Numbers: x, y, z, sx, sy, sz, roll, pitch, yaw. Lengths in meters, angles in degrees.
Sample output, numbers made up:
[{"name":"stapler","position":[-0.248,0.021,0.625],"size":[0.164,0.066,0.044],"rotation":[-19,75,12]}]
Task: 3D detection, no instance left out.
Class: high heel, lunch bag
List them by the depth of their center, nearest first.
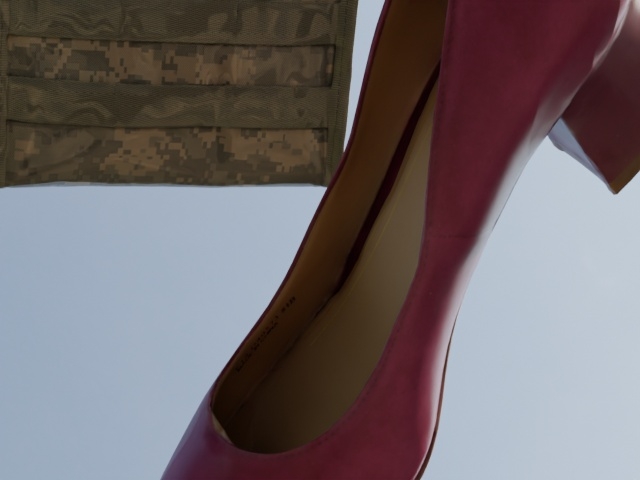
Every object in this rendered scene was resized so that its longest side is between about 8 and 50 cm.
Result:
[{"name":"high heel","position":[0.000,0.000,0.668],"size":[0.377,0.127,0.181],"rotation":[-52,-53,-3]},{"name":"lunch bag","position":[-0.096,-0.185,0.956],"size":[0.235,0.169,0.287],"rotation":[0,-70,-17]}]
